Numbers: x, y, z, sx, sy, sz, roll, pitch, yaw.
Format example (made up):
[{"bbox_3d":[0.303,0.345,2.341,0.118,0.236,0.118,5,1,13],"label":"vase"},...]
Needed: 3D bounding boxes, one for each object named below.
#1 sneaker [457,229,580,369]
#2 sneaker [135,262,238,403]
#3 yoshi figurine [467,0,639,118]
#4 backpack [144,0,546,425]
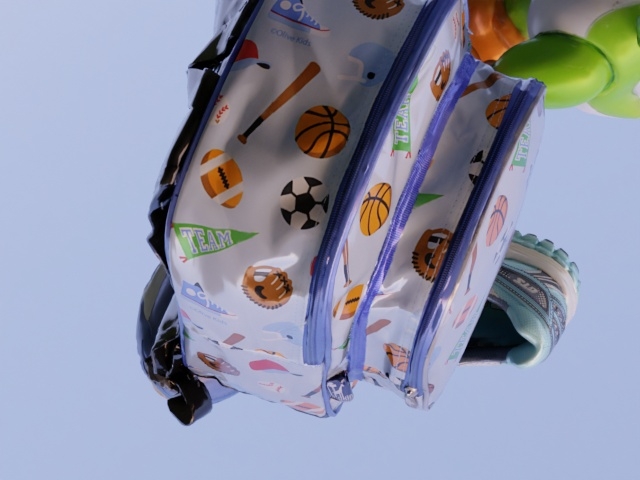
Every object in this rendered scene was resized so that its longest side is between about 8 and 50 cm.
[{"bbox_3d":[0.060,0.043,1.549,0.283,0.110,0.122,3,-148,13],"label":"sneaker"},{"bbox_3d":[0.000,0.000,1.333,0.296,0.112,0.131,-42,-166,-28],"label":"sneaker"},{"bbox_3d":[0.248,-0.203,1.475,0.362,0.203,0.204,-13,-91,24],"label":"yoshi figurine"},{"bbox_3d":[0.010,-0.033,1.114,0.213,0.263,0.277,13,-108,14],"label":"backpack"}]
